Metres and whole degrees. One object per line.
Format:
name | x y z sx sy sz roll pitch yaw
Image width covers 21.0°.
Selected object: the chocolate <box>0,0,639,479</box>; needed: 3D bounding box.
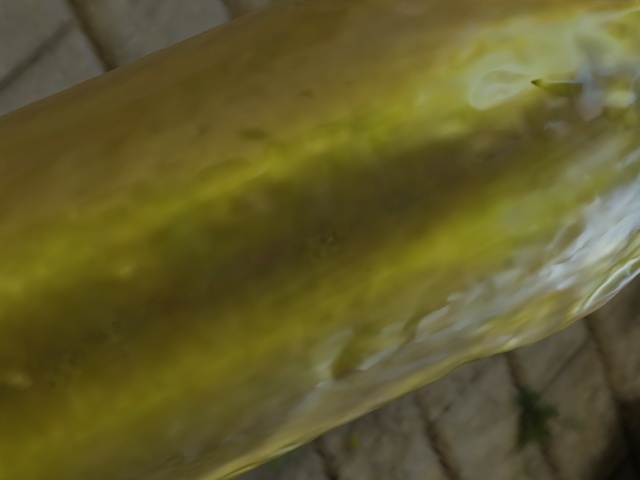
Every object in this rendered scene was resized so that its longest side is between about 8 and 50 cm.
chocolate | 0.000 0.000 0.578 0.162 0.445 0.162 -23 90 -84
